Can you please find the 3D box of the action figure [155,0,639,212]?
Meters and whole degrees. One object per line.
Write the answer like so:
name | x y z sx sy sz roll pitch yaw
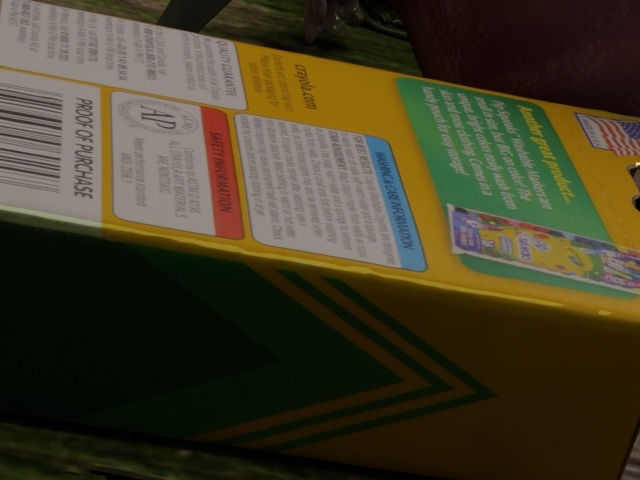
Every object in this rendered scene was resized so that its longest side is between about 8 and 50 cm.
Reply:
action figure | 0.039 -0.162 0.924 0.370 0.275 0.248 30 31 -2

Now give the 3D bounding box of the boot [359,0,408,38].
boot | 0.031 -0.194 1.207 0.190 0.076 0.208 19 32 8

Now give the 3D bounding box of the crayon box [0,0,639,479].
crayon box | 0.000 0.000 0.757 0.323 0.083 0.203 9 26 -11
